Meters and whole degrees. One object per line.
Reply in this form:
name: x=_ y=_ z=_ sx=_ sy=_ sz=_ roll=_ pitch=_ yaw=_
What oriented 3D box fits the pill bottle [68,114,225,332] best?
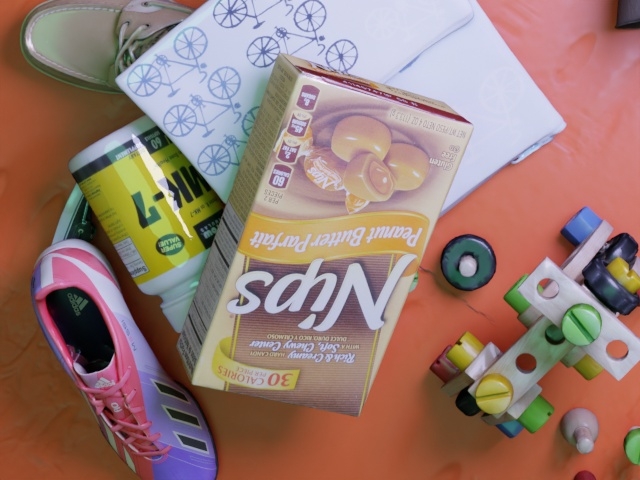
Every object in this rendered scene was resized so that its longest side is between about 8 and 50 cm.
pill bottle: x=-0.157 y=-0.019 z=1.345 sx=0.119 sy=0.119 sz=0.209 roll=-29 pitch=96 yaw=9

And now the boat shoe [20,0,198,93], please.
boat shoe: x=-0.164 y=-0.193 z=1.333 sx=0.302 sy=0.098 sz=0.109 roll=10 pitch=99 yaw=4

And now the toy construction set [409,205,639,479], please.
toy construction set: x=0.230 y=0.132 z=1.266 sx=0.257 sy=0.237 sz=0.309 roll=-22 pitch=95 yaw=8

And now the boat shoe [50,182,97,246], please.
boat shoe: x=-0.261 y=-0.005 z=1.399 sx=0.040 sy=0.049 sz=0.142 roll=21 pitch=104 yaw=-8

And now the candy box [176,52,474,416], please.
candy box: x=0.000 y=0.000 z=1.260 sx=0.182 sy=0.087 sz=0.317 roll=14 pitch=106 yaw=-21

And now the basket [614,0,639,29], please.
basket: x=0.371 y=-0.325 z=1.238 sx=0.204 sy=0.154 sz=0.227 roll=-5 pitch=94 yaw=6

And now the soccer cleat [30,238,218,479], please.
soccer cleat: x=-0.207 y=0.152 z=1.363 sx=0.108 sy=0.116 sz=0.318 roll=-25 pitch=106 yaw=6

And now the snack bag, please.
snack bag: x=0.029 y=-0.133 z=1.285 sx=0.323 sy=0.037 sz=0.342 roll=-38 pitch=114 yaw=5
